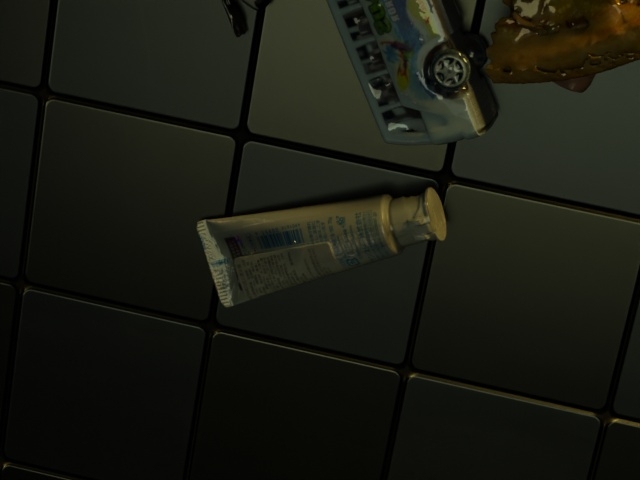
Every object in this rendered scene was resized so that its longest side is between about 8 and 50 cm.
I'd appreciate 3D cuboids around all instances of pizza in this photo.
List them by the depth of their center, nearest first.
[{"bbox_3d":[0.292,-0.392,1.640,0.440,0.130,0.406,-28,85,29],"label":"pizza"}]

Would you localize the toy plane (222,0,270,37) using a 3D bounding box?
[{"bbox_3d":[-0.103,-0.337,1.801,0.078,0.053,0.197,-18,107,24],"label":"toy plane"}]

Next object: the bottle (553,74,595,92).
[{"bbox_3d":[0.303,-0.237,1.757,0.053,0.053,0.140,24,109,2],"label":"bottle"}]

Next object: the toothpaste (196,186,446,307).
[{"bbox_3d":[0.000,0.000,1.879,0.299,0.073,0.114,-12,105,21],"label":"toothpaste"}]

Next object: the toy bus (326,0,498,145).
[{"bbox_3d":[0.087,-0.262,1.763,0.136,0.109,0.330,-17,103,24],"label":"toy bus"}]
